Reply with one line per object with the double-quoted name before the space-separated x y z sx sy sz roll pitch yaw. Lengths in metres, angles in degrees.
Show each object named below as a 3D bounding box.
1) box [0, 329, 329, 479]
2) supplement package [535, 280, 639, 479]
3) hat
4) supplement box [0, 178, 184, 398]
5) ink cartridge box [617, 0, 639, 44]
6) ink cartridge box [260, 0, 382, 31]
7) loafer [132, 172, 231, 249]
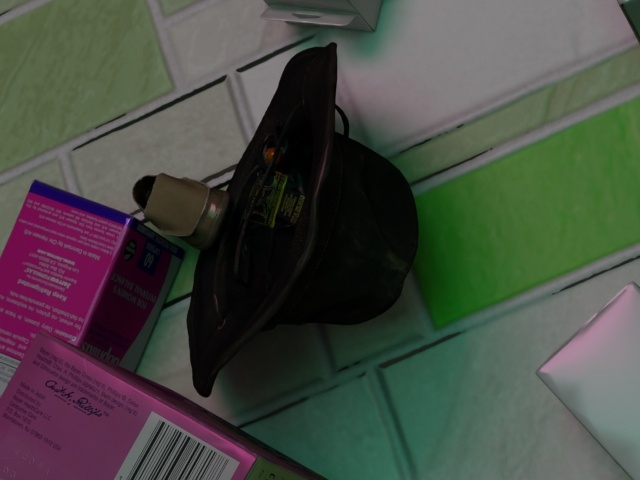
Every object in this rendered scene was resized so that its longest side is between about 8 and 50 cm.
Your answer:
"box" -0.111 0.190 1.472 0.213 0.243 0.117 27 85 27
"supplement package" 0.265 0.137 1.419 0.105 0.105 0.179 -44 65 4
"hat" 0.000 0.000 1.517 0.134 0.331 0.331 22 81 -14
"supplement box" -0.223 0.078 1.623 0.114 0.111 0.220 20 83 25
"ink cartridge box" 0.303 -0.329 1.538 0.211 0.121 0.289 -24 67 14
"ink cartridge box" 0.004 -0.250 1.647 0.092 0.090 0.143 9 78 24
"loafer" -0.122 -0.027 1.610 0.148 0.050 0.056 8 78 64
